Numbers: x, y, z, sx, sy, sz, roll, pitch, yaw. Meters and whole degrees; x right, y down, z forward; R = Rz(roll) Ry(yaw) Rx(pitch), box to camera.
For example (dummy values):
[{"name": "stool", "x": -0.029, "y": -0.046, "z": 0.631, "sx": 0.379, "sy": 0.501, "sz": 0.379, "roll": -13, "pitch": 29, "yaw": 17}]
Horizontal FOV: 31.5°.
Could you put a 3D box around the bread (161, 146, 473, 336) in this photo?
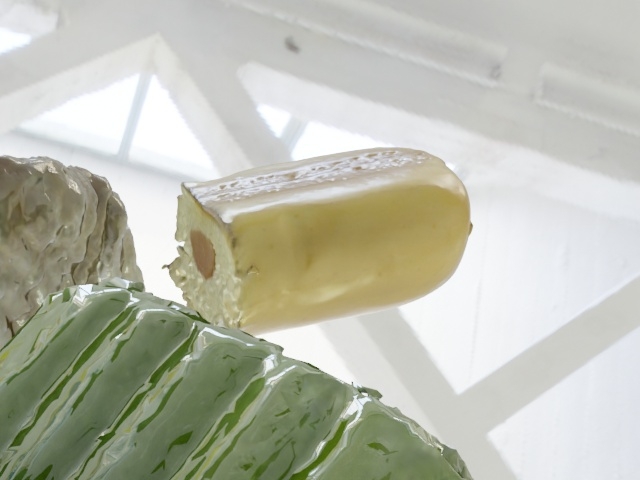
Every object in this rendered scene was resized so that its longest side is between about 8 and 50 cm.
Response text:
[{"name": "bread", "x": 0.000, "y": 0.002, "z": 0.668, "sx": 0.173, "sy": 0.134, "sz": 0.085, "roll": -11, "pitch": -71, "yaw": -17}]

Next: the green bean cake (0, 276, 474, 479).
[{"name": "green bean cake", "x": -0.028, "y": 0.123, "z": 0.423, "sx": 0.214, "sy": 0.200, "sz": 0.113, "roll": 22, "pitch": -122, "yaw": 34}]

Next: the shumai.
[{"name": "shumai", "x": -0.299, "y": 0.016, "z": 0.790, "sx": 0.262, "sy": 0.314, "sz": 0.267, "roll": 30, "pitch": -106, "yaw": 23}]
